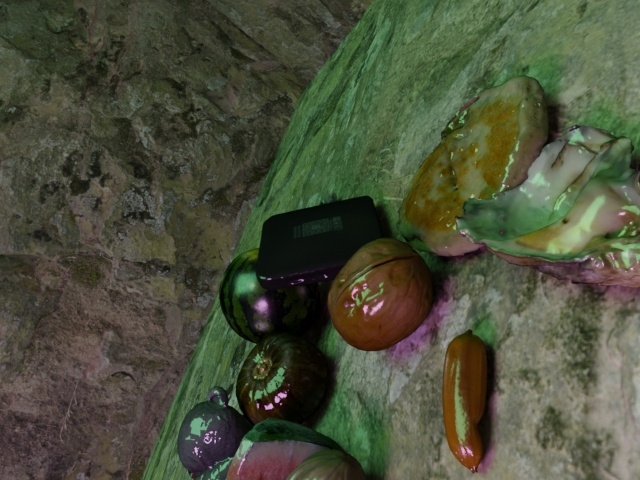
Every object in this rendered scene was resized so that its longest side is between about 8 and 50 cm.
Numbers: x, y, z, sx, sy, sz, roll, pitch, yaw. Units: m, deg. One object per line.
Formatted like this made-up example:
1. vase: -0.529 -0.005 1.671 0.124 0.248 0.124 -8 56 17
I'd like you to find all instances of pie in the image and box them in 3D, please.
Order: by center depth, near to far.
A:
1. pie: 0.256 -0.123 0.853 0.339 0.077 0.339 -50 21 27

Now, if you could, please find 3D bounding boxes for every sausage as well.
1. sausage: 0.183 0.197 0.632 0.062 0.054 0.183 90 -169 -59

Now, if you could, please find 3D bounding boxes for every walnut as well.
1. walnut: 0.006 0.391 0.730 0.162 0.140 0.140 -49 19 8
2. walnut: 0.102 0.094 0.841 0.207 0.167 0.167 -56 19 30

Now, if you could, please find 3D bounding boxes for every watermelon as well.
1. watermelon: -0.093 0.442 0.848 0.256 0.193 0.140 -68 18 -10
2. watermelon: -0.126 0.140 1.249 0.269 0.269 0.269 -54 20 29

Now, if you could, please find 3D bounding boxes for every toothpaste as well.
1. toothpaste: -0.010 -0.087 1.624 0.248 0.047 0.078 -44 22 53

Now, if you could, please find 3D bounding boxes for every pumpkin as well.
1. pumpkin: -0.076 0.311 1.071 0.219 0.162 0.219 -27 35 21

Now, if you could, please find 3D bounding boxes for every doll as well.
1. doll: -0.171 0.480 0.997 0.246 0.340 0.158 -44 -20 26

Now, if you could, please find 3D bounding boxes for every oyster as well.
1. oyster: 0.288 -0.035 0.579 0.275 0.100 0.271 -35 30 46

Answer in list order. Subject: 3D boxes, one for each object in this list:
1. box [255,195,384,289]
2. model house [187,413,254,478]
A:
1. box: 0.000 0.000 1.134 0.290 0.289 0.073 -95 -8 -60
2. model house: -0.206 0.540 1.104 0.180 0.176 0.248 -56 29 25
